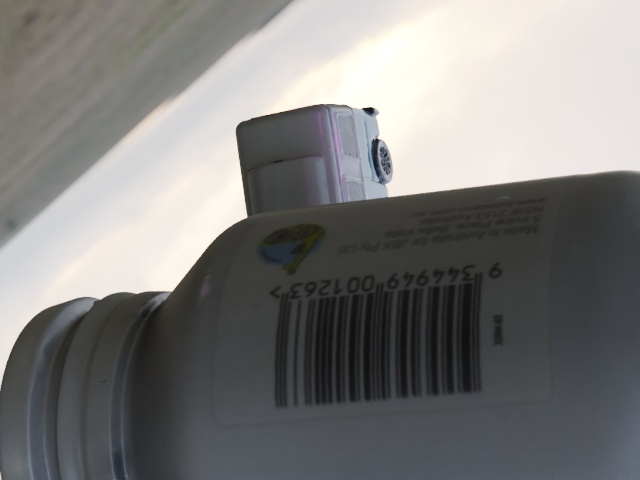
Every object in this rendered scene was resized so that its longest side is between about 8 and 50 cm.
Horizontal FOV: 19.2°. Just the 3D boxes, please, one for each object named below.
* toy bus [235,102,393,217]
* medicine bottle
[{"bbox_3d":[0.000,0.000,0.861,0.060,0.123,0.075,-11,172,20],"label":"toy bus"},{"bbox_3d":[0.015,0.055,0.584,0.215,0.135,0.135,-6,-159,21],"label":"medicine bottle"}]
